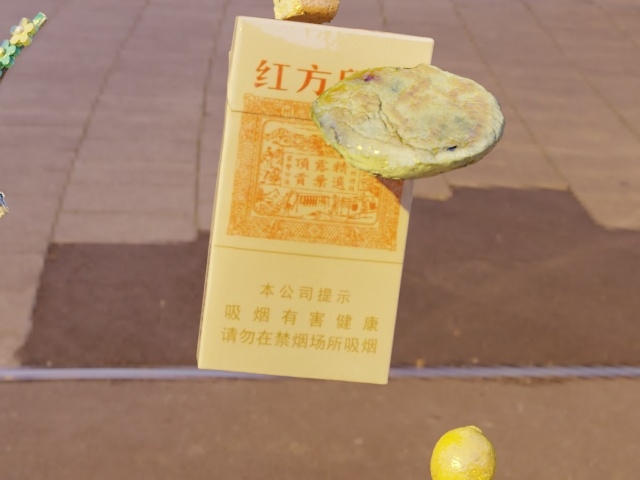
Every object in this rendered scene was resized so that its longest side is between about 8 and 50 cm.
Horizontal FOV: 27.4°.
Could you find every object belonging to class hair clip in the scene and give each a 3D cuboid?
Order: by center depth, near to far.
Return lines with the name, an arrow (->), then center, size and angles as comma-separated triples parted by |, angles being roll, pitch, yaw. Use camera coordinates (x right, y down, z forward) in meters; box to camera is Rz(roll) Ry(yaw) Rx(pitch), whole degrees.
hair clip -> -0.448, -0.254, 1.860 | 0.049, 0.173, 0.049 | 37, 3, -2

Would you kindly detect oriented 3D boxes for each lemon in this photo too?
lemon -> 0.135, 0.208, 1.235 | 0.062, 0.062, 0.083 | 11, 49, 17

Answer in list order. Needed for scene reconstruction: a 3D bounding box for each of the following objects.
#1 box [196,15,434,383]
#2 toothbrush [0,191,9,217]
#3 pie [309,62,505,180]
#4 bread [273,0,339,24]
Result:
box -> -0.008, -0.039, 1.353 | 0.205, 0.365, 0.051 | 6, 9, -9
toothbrush -> -0.421, -0.028, 1.421 | 0.288, 0.026, 0.024 | -5, 29, 44
pie -> 0.082, -0.113, 1.245 | 0.187, 0.041, 0.187 | 1, 36, -1
bread -> -0.023, -0.339, 1.806 | 0.070, 0.083, 0.077 | 0, -10, -39
